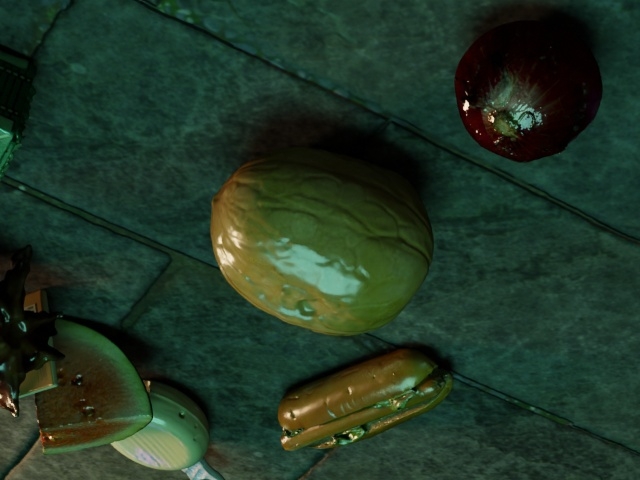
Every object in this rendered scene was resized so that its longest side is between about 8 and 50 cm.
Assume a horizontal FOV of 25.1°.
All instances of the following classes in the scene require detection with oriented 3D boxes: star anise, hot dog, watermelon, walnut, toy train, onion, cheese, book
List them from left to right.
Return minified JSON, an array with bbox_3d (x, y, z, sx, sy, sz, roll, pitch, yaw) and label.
[{"bbox_3d":[-0.389,-0.106,1.433,0.154,0.115,0.269,17,141,-22],"label":"toy train"},{"bbox_3d":[-0.405,0.140,1.624,0.148,0.237,0.346,12,111,51],"label":"star anise"},{"bbox_3d":[-0.386,0.137,1.728,0.172,0.118,0.012,-18,164,31],"label":"book"},{"bbox_3d":[-0.299,0.195,1.767,0.193,0.137,0.145,38,159,10],"label":"watermelon"},{"bbox_3d":[-0.194,0.265,1.877,0.137,0.064,0.227,-10,136,28],"label":"cheese"},{"bbox_3d":[0.000,0.000,1.417,0.226,0.193,0.193,19,140,-13],"label":"walnut"},{"bbox_3d":[0.050,0.201,1.740,0.249,0.068,0.100,-25,128,35],"label":"hot dog"},{"bbox_3d":[0.181,-0.131,1.267,0.131,0.131,0.131,6,141,5],"label":"onion"}]
